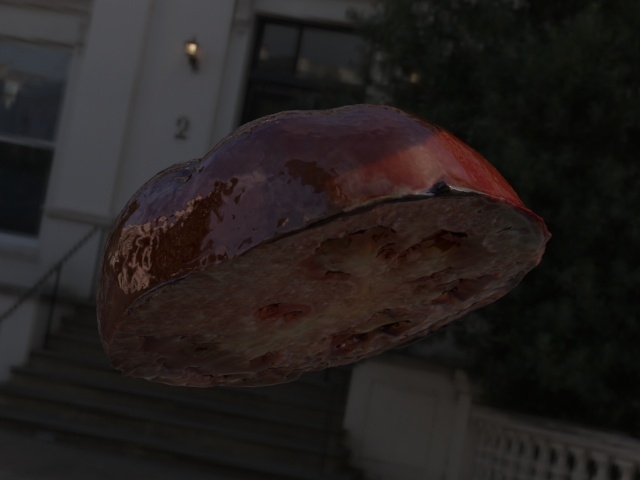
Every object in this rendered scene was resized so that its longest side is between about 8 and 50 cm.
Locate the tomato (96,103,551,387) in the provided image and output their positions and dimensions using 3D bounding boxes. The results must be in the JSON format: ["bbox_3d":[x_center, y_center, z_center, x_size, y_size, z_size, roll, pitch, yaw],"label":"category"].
[{"bbox_3d":[-0.001,-0.001,0.614,0.225,0.085,0.225,-12,-24,-5],"label":"tomato"}]
